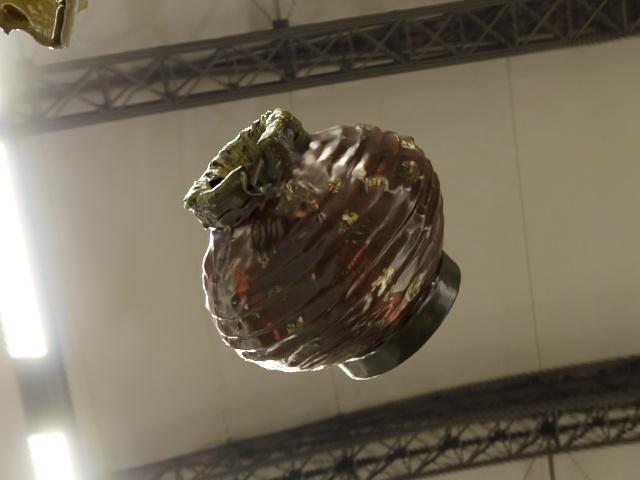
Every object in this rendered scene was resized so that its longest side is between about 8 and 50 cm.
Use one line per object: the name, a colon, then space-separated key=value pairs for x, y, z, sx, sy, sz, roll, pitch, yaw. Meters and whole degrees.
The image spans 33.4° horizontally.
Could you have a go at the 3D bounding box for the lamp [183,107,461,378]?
lamp: x=0.000 y=0.000 z=0.920 sx=0.246 sy=0.247 sz=0.247 roll=4 pitch=-74 yaw=16

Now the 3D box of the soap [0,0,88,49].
soap: x=-0.369 y=-0.379 z=1.206 sx=0.259 sy=0.143 sz=0.281 roll=29 pitch=-36 yaw=-3
